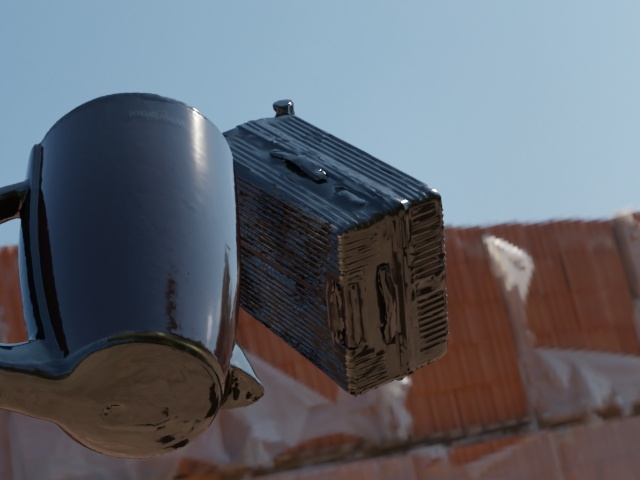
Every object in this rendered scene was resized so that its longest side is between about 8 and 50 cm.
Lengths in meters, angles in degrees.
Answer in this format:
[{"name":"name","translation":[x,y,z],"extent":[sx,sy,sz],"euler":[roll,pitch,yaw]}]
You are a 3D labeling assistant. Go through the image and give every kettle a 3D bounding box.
[{"name":"kettle","translation":[-0.139,0.020,0.808],"extent":[0.202,0.232,0.144],"euler":[13,-55,-18]}]

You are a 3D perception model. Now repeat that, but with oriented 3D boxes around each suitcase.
[{"name":"suitcase","translation":[0.000,0.000,1.469],"extent":[0.152,0.335,0.230],"euler":[-23,-57,-27]}]
